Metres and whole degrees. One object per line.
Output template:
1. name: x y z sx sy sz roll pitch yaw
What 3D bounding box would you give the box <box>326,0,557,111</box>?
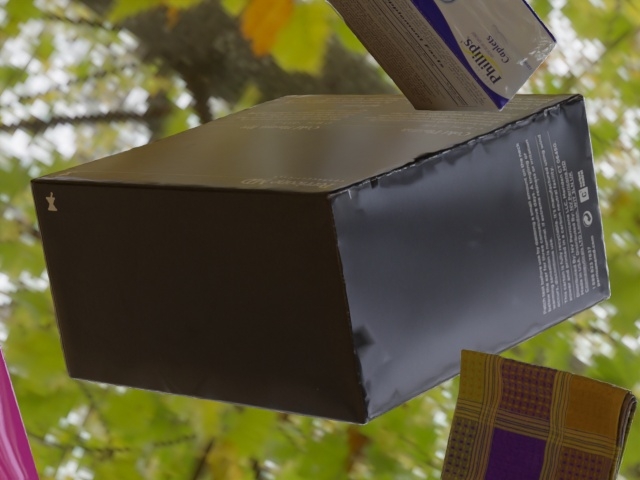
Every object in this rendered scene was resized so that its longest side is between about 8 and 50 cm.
1. box: 0.084 -0.163 1.452 0.072 0.126 0.137 -47 -159 -14

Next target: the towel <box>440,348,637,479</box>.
1. towel: 0.083 0.078 0.777 0.083 0.009 0.060 15 -84 39

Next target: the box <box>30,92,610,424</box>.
1. box: 0.000 0.000 1.618 0.343 0.312 0.179 4 -72 44

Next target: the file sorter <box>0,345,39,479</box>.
1. file sorter: -0.253 0.099 0.644 0.290 0.202 0.182 10 -146 35
